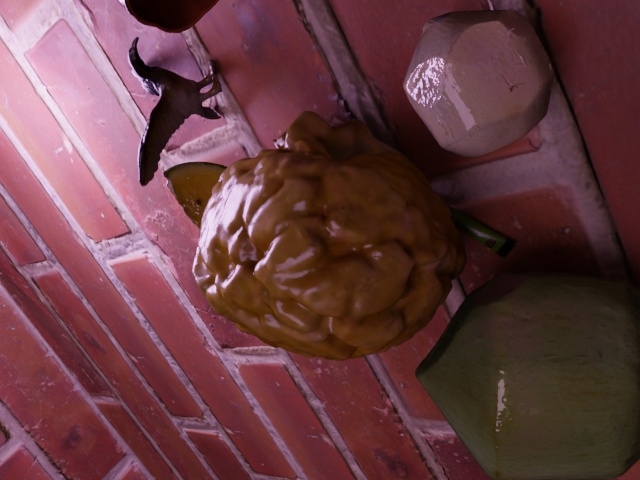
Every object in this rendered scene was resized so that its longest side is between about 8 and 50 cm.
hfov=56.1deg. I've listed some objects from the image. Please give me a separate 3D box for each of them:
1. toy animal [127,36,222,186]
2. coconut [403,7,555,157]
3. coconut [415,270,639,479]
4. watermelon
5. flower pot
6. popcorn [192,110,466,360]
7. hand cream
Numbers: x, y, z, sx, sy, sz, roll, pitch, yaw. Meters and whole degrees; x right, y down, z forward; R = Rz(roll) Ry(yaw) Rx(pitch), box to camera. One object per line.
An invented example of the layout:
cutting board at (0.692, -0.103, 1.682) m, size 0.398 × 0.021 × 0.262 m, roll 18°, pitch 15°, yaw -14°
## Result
toy animal at (-0.246, -0.258, 0.982) m, size 0.197 × 0.160 × 0.272 m, roll 101°, pitch 151°, yaw -51°
coconut at (0.179, -0.191, 0.699) m, size 0.161 × 0.161 × 0.162 m, roll -16°, pitch 110°, yaw 44°
coconut at (0.292, 0.182, 0.824) m, size 0.328 × 0.281 × 0.328 m, roll 2°, pitch 152°, yaw 1°
watermelon at (-0.164, -0.037, 1.110) m, size 0.123 × 0.129 × 0.301 m, roll -16°, pitch 117°, yaw 47°
flower pot at (-0.243, -0.415, 0.841) m, size 0.173 × 0.190 × 0.191 m, roll 40°, pitch 140°, yaw 24°
popcorn at (0.004, 0.013, 0.859) m, size 0.354 × 0.390 × 0.344 m, roll -36°, pitch 117°, yaw 17°
hand cream at (0.231, -0.017, 0.900) m, size 0.122 × 0.023 × 0.036 m, roll 32°, pitch 137°, yaw 7°
